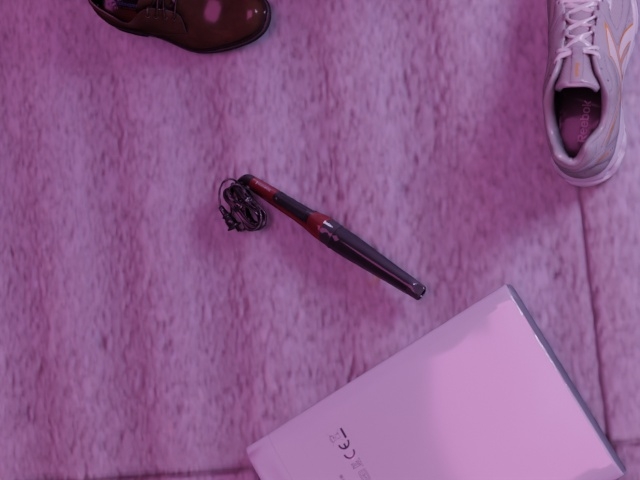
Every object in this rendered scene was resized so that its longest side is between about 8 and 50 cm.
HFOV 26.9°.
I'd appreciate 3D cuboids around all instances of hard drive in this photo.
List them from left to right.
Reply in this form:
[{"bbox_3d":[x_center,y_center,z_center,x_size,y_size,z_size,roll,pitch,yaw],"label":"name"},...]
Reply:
[{"bbox_3d":[0.118,0.238,1.457,0.353,0.047,0.233,-34,77,16],"label":"hard drive"}]

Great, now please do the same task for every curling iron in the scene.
[{"bbox_3d":[0.000,0.000,1.514,0.274,0.035,0.068,25,101,19],"label":"curling iron"}]

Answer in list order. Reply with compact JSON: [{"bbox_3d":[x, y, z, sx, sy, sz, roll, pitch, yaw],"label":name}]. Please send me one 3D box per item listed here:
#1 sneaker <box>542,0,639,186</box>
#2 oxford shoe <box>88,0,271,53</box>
[{"bbox_3d":[0.274,-0.190,1.377,0.099,0.121,0.262,-3,87,19],"label":"sneaker"},{"bbox_3d":[-0.169,-0.266,1.551,0.227,0.096,0.082,6,88,18],"label":"oxford shoe"}]
